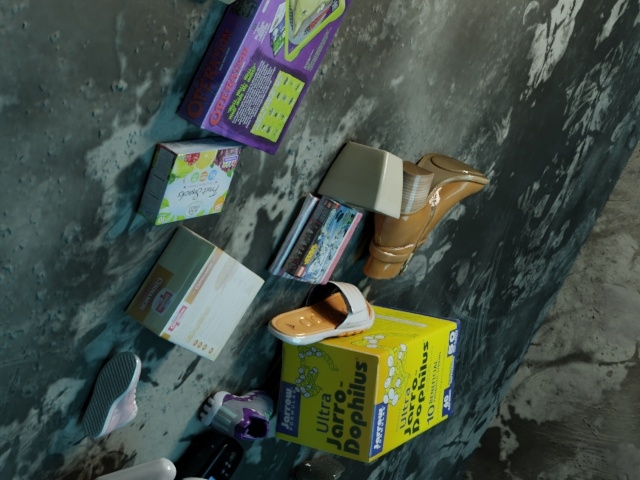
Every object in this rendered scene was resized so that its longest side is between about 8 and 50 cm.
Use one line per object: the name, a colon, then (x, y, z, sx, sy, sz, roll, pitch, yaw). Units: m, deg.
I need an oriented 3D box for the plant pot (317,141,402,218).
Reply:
plant pot: (0.075, -0.101, 1.874, 0.109, 0.109, 0.096, 15, 92, -65)

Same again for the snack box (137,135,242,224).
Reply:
snack box: (-0.167, -0.079, 1.498, 0.141, 0.037, 0.100, -16, 132, -57)

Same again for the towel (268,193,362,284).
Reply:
towel: (-0.009, 0.000, 1.910, 0.144, 0.029, 0.197, -63, 153, 6)

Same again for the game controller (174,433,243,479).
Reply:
game controller: (-0.236, 0.466, 1.940, 0.319, 0.067, 0.166, -53, 155, -13)

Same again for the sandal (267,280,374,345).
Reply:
sandal: (0.016, 0.116, 1.995, 0.265, 0.102, 0.076, -15, 131, -54)

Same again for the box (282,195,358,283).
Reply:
box: (0.000, 0.000, 1.861, 0.137, 0.027, 0.094, -61, 154, 4)

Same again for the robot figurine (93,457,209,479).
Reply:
robot figurine: (-0.245, 0.450, 1.625, 0.353, 0.300, 0.200, -13, 146, -6)

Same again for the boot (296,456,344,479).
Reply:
boot: (-0.038, 0.564, 2.443, 0.208, 0.076, 0.189, -57, 154, 11)

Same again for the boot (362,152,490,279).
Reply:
boot: (0.194, -0.039, 2.151, 0.283, 0.109, 0.220, -16, 129, -55)

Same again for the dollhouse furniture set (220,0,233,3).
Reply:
dollhouse furniture set: (-0.092, -0.372, 1.331, 0.151, 0.123, 0.144, -30, 165, 21)

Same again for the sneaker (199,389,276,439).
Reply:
sneaker: (-0.115, 0.309, 1.958, 0.083, 0.098, 0.223, -63, 155, 6)

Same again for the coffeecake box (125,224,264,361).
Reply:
coffeecake box: (-0.172, 0.078, 1.627, 0.142, 0.068, 0.185, -58, 156, -5)

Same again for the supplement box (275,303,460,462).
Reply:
supplement box: (0.094, 0.249, 2.120, 0.356, 0.195, 0.194, -12, 109, -59)

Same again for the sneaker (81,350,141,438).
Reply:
sneaker: (-0.276, 0.209, 1.598, 0.134, 0.051, 0.070, -62, 158, 12)

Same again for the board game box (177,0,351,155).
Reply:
board game box: (-0.044, -0.288, 1.498, 0.347, 0.056, 0.208, -63, 160, 6)
